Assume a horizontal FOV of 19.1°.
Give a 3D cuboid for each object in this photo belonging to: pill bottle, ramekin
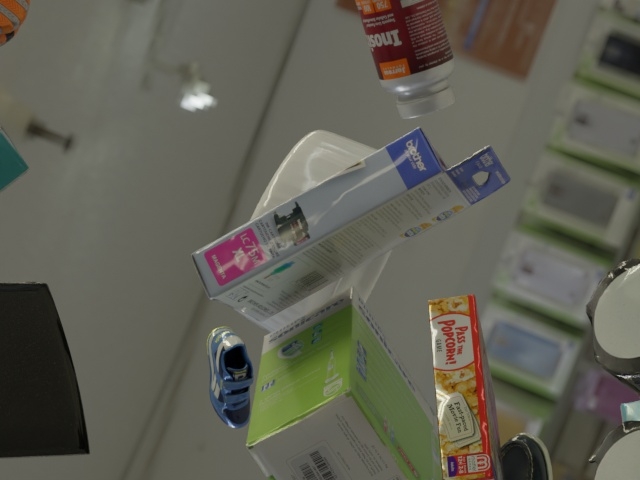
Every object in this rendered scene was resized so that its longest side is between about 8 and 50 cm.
[{"bbox_3d":[0.096,-0.214,2.070,0.086,0.086,0.152,-41,-64,-64],"label":"pill bottle"},{"bbox_3d":[0.000,0.000,2.322,0.277,0.135,0.277,-60,-11,-20],"label":"ramekin"}]

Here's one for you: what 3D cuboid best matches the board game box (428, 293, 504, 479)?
[{"bbox_3d":[0.130,0.168,1.663,0.147,0.045,0.193,73,-169,-49],"label":"board game box"}]

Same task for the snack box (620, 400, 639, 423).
[{"bbox_3d":[0.368,0.289,1.860,0.322,0.060,0.187,45,-143,-58],"label":"snack box"}]

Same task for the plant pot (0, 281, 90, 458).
[{"bbox_3d":[-0.337,0.124,1.829,0.188,0.187,0.167,169,101,-65],"label":"plant pot"}]

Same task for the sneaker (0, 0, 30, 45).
[{"bbox_3d":[-0.456,-0.290,1.935,0.124,0.321,0.180,-55,14,-27],"label":"sneaker"}]

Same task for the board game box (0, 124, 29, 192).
[{"bbox_3d":[-0.467,-0.030,1.911,0.336,0.079,0.254,-39,26,-3],"label":"board game box"}]

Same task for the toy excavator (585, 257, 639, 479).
[{"bbox_3d":[0.425,0.175,1.324,0.222,0.445,0.433,36,-133,-40],"label":"toy excavator"}]

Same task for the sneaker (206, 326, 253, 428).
[{"bbox_3d":[-0.120,0.192,2.596,0.053,0.059,0.144,-19,-72,-27],"label":"sneaker"}]

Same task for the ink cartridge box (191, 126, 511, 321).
[{"bbox_3d":[0.037,-0.023,1.926,0.311,0.065,0.186,-27,-14,7],"label":"ink cartridge box"}]

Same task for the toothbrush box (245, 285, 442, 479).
[{"bbox_3d":[0.035,0.201,1.918,0.122,0.206,0.283,-30,16,12],"label":"toothbrush box"}]

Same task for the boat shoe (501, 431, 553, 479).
[{"bbox_3d":[0.205,0.354,2.306,0.079,0.095,0.254,6,-71,-45],"label":"boat shoe"}]
